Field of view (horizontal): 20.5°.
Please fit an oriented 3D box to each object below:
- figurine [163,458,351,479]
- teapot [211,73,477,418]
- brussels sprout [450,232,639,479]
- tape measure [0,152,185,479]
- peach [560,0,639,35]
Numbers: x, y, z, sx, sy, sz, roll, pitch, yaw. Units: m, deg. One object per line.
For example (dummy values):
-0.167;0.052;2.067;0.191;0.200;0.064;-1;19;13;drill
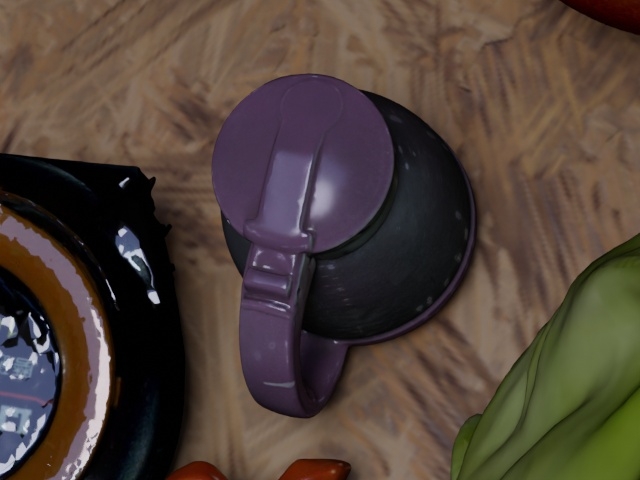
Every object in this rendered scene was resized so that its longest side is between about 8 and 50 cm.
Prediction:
-0.022;0.200;0.752;0.183;0.160;0.226;-5;67;11;figurine
-0.006;-0.008;0.793;0.116;0.146;0.148;42;89;19;teapot
0.243;0.117;0.582;0.425;0.361;0.342;-27;82;1;brussels sprout
-0.163;0.061;0.824;0.202;0.135;0.222;7;80;5;tape measure
0.168;-0.177;0.784;0.197;0.197;0.197;-3;75;13;peach
